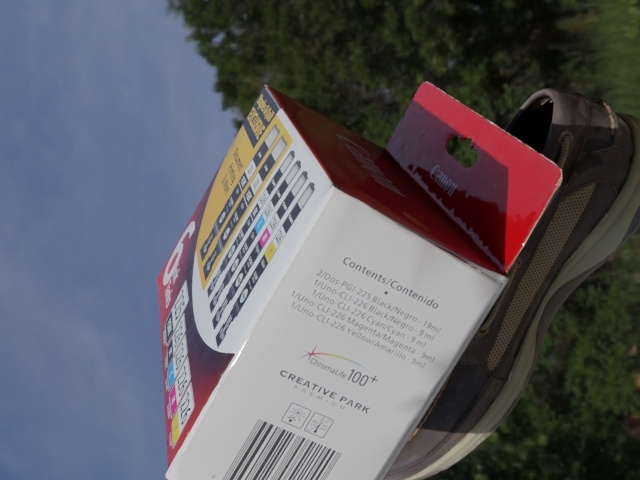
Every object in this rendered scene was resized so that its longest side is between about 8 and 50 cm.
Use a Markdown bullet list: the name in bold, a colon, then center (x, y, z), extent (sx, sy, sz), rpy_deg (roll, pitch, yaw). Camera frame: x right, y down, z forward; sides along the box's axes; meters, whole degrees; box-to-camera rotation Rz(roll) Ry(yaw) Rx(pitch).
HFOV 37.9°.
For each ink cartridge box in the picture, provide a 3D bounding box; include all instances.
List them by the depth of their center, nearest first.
- **ink cartridge box**: center (0.000, 0.000, 0.672), extent (0.272, 0.130, 0.309), rpy_deg (-60, 19, 12)

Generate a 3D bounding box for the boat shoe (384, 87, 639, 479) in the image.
- **boat shoe**: center (0.117, 0.031, 0.748), extent (0.130, 0.355, 0.132), rpy_deg (29, -171, -25)
